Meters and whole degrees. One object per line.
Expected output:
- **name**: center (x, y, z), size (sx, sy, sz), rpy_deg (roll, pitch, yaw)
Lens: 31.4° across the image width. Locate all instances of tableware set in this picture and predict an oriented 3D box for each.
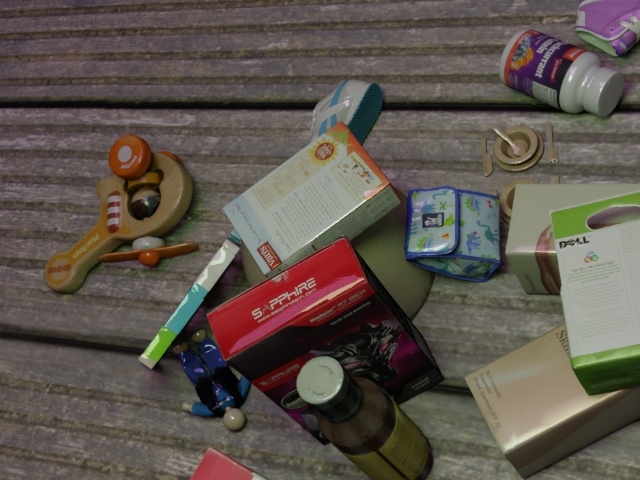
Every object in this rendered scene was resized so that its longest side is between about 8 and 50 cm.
- **tableware set**: center (0.334, -0.116, 1.913), size (0.128, 0.039, 0.194), rpy_deg (-12, 59, 18)

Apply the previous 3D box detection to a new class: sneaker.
- **sneaker**: center (0.022, -0.197, 2.081), size (0.092, 0.087, 0.228), rpy_deg (19, 65, 39)
- **sneaker**: center (0.566, -0.376, 1.922), size (0.282, 0.102, 0.161), rpy_deg (7, 70, 39)

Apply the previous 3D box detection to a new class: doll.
- **doll**: center (-0.184, 0.248, 1.946), size (0.129, 0.046, 0.189), rpy_deg (-33, 60, -6)

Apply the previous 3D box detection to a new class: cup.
- **cup**: center (0.000, 0.000, 1.883), size (0.331, 0.237, 0.331), rpy_deg (-11, 60, 19)

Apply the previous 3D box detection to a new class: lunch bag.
- **lunch bag**: center (0.211, -0.015, 1.847), size (0.151, 0.096, 0.128), rpy_deg (10, 61, -8)

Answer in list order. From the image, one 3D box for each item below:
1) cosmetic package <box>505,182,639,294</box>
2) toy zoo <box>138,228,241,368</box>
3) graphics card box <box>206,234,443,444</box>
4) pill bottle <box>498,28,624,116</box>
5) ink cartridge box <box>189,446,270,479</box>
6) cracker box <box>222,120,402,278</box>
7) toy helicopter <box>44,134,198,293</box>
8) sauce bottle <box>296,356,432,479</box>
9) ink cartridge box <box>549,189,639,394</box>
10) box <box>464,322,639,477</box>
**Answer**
- **cosmetic package**: center (0.447, 0.002, 1.730), size (0.296, 0.153, 0.129), rpy_deg (1, 63, 27)
- **toy zoo**: center (-0.216, 0.096, 1.971), size (0.030, 0.192, 0.293), rpy_deg (36, 79, -3)
- **graphics card box**: center (0.018, 0.161, 1.704), size (0.233, 0.371, 0.094), rpy_deg (-30, 55, 6)
- **pill bottle**: center (0.408, -0.279, 1.927), size (0.193, 0.108, 0.108), rpy_deg (30, 78, 34)
- **ink cartridge box**: center (0.003, 0.474, 1.593), size (0.385, 0.279, 0.160), rpy_deg (24, 76, 33)
- **cracker box**: center (-0.014, -0.053, 1.732), size (0.232, 0.067, 0.155), rpy_deg (-36, 54, 2)
- **toy helicopter**: center (-0.379, -0.012, 2.155), size (0.355, 0.140, 0.235), rpy_deg (-40, 63, 13)
- **sauce bottle**: center (0.065, 0.262, 1.643), size (0.111, 0.344, 0.111), rpy_deg (-11, 57, 18)
- **ink cartridge box**: center (0.434, 0.064, 1.586), size (0.189, 0.097, 0.255), rpy_deg (-14, 55, 18)
- **box**: center (0.387, 0.202, 1.663), size (0.311, 0.121, 0.148), rpy_deg (-31, 54, 6)
